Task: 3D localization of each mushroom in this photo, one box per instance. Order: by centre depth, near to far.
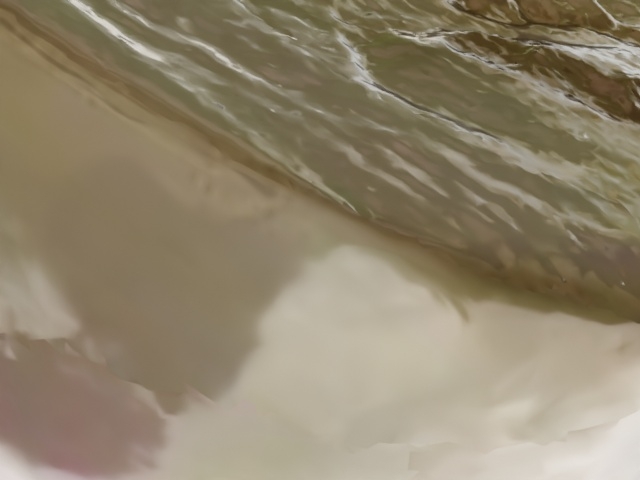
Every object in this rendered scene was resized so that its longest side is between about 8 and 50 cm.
[{"bbox_3d":[0.011,0.023,0.426,0.236,0.162,0.173,-7,-139,-44],"label":"mushroom"}]
